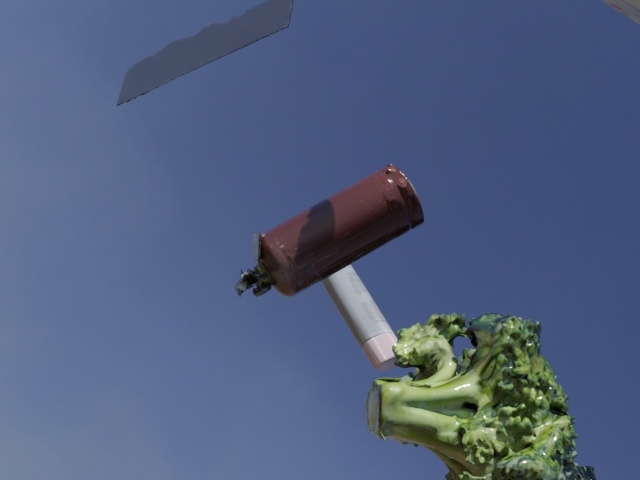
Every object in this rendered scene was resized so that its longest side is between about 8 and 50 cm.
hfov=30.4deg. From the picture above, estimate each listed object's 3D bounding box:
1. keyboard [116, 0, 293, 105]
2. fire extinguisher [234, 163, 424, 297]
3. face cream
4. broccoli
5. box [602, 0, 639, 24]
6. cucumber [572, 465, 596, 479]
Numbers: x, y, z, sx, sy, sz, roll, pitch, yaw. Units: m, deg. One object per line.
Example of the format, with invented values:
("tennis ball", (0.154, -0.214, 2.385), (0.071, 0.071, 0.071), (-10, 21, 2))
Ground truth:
("keyboard", (-0.112, -0.185, 1.150), (0.196, 0.074, 0.015), (-22, -51, 20))
("fire extinguisher", (0.000, 0.000, 1.531), (0.105, 0.269, 0.105), (57, -14, 22))
("face cream", (0.071, 0.128, 1.983), (0.057, 0.084, 0.198), (-41, -114, 24))
("broccoli", (0.223, 0.264, 1.721), (0.317, 0.338, 0.277), (30, -39, 3))
("box", (0.449, -0.272, 1.326), (0.212, 0.095, 0.168), (21, -4, -32))
("cucumber", (0.441, 0.528, 1.822), (0.096, 0.096, 0.359), (106, -28, -56))
